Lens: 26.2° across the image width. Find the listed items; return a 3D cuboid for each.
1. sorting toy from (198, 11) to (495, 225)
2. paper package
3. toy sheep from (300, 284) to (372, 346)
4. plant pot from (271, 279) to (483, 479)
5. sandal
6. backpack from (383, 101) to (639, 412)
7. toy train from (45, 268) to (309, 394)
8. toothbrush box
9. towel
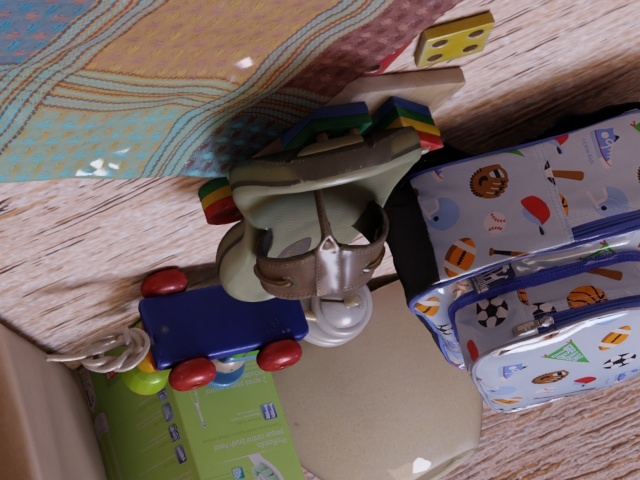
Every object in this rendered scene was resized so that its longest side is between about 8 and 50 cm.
[{"bbox_3d":[0.024,-0.068,0.946,0.132,0.046,0.274,-10,163,-31],"label":"sorting toy"},{"bbox_3d":[-0.292,0.252,1.229,0.168,0.309,0.325,-16,165,0],"label":"paper package"},{"bbox_3d":[0.007,0.063,1.350,0.091,0.091,0.132,-13,-177,-20],"label":"toy sheep"},{"bbox_3d":[0.078,0.192,1.587,0.284,0.191,0.284,-29,162,-10],"label":"plant pot"},{"bbox_3d":[0.001,0.000,0.898,0.120,0.086,0.303,-14,165,-12],"label":"sandal"},{"bbox_3d":[0.200,0.010,1.116,0.263,0.213,0.276,-25,161,5],"label":"backpack"},{"bbox_3d":[-0.148,0.099,1.233,0.248,0.105,0.143,-10,161,-30],"label":"toy train"},{"bbox_3d":[-0.127,0.228,1.400,0.122,0.283,0.206,-8,162,-35],"label":"toothbrush box"},{"bbox_3d":[-0.088,-0.094,0.661,0.271,0.040,0.370,-33,163,37],"label":"towel"}]
